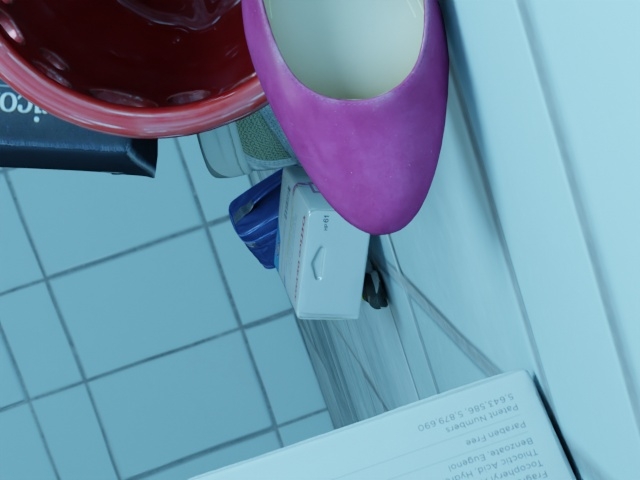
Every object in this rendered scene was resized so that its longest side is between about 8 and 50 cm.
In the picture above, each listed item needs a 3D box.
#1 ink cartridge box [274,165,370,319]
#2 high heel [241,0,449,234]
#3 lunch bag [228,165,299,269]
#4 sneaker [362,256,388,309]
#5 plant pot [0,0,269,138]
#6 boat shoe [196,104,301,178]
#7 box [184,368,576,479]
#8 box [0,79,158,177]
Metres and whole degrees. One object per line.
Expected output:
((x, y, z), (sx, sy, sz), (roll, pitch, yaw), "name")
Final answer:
((0.000, 0.000, 1.043), (0.122, 0.052, 0.088), (-116, 31, -69), "ink cartridge box")
((0.007, -0.110, 0.482), (0.117, 0.082, 0.244), (-87, -7, -75), "high heel")
((-0.038, -0.028, 1.317), (0.065, 0.098, 0.067), (51, -171, -41), "lunch bag")
((0.032, 0.038, 1.094), (0.083, 0.035, 0.031), (-119, 11, -68), "sneaker")
((-0.074, -0.150, 0.640), (0.174, 0.191, 0.191), (-92, -16, -81), "plant pot")
((-0.054, -0.176, 0.961), (0.118, 0.103, 0.320), (-89, -7, -47), "boat shoe")
((0.035, 0.171, 0.644), (0.181, 0.182, 0.119), (80, 171, -62), "box")
((-0.257, -0.253, 0.936), (0.212, 0.294, 0.395), (161, 111, -87), "box")
